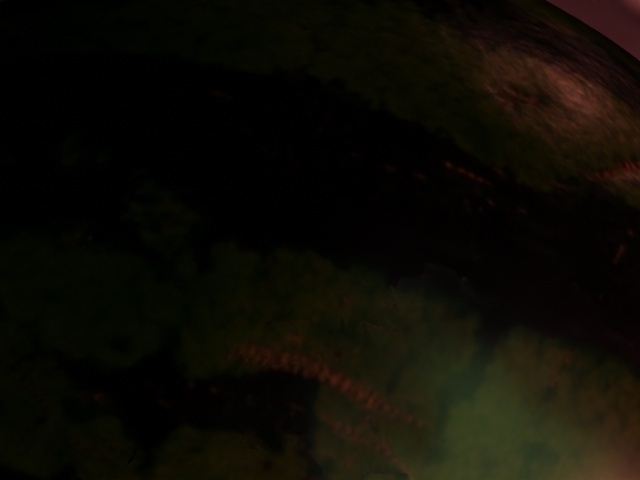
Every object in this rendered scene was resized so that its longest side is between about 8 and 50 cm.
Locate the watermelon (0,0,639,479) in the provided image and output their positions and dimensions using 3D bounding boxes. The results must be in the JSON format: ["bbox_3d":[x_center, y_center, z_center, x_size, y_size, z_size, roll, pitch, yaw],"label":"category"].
[{"bbox_3d":[-0.014,0.075,0.449,0.285,0.285,0.285,8,79,-45],"label":"watermelon"}]

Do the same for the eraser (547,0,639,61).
[{"bbox_3d":[0.173,-0.152,0.793,0.189,0.104,0.290,47,55,-35],"label":"eraser"}]
